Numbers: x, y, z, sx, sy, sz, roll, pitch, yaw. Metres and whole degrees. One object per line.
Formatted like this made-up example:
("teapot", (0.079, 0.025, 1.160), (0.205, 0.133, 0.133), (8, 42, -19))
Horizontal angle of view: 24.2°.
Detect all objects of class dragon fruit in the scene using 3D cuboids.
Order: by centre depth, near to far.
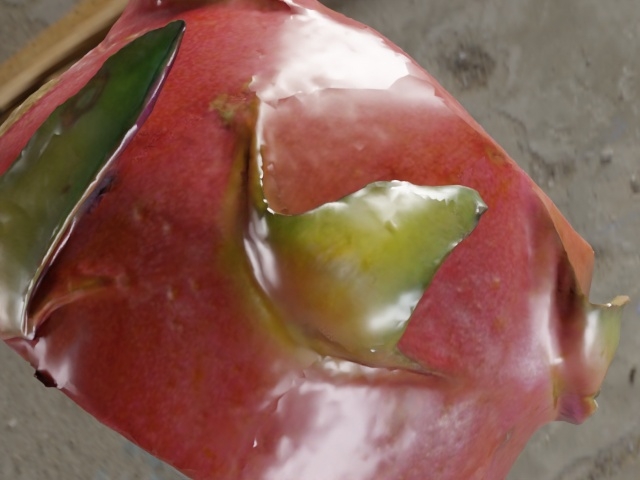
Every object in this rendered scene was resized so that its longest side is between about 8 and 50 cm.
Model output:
("dragon fruit", (0.000, 0.000, 0.643), (0.290, 0.290, 0.189), (40, 98, 28))
